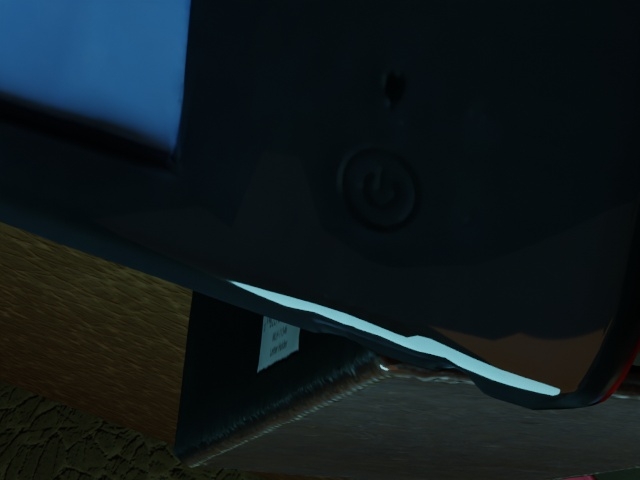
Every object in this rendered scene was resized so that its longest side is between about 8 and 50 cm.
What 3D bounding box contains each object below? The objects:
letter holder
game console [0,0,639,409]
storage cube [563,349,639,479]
[{"bbox_3d":[0.087,-0.001,0.589,0.214,0.152,0.302,8,167,-12],"label":"letter holder"},{"bbox_3d":[-0.083,-0.170,0.384,0.386,0.342,0.060,19,-158,24],"label":"game console"},{"bbox_3d":[0.111,0.036,1.013,0.193,0.184,0.215,17,164,29],"label":"storage cube"}]
